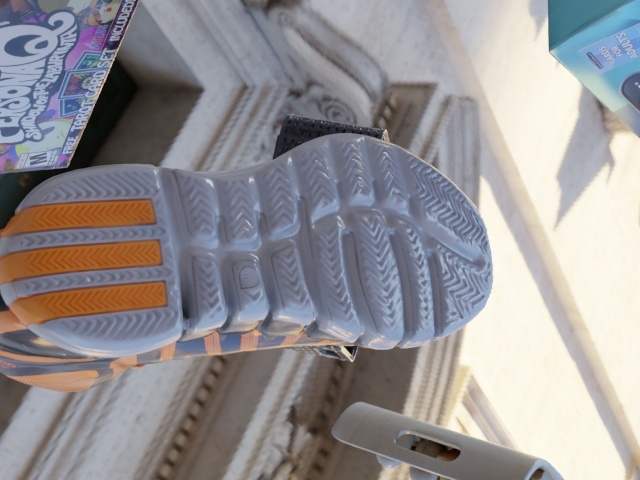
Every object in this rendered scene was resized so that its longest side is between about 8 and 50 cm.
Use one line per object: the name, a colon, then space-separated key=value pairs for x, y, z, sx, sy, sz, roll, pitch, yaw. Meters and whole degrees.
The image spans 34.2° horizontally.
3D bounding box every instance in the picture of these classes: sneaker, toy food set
sneaker: x=-0.059 y=0.018 z=0.622 sx=0.180 sy=0.321 sz=0.125 roll=-23 pitch=-110 yaw=54
toy food set: x=0.167 y=0.289 z=1.147 sx=0.219 sy=0.306 sz=0.092 roll=11 pitch=-114 yaw=36

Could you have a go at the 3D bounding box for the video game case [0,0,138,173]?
video game case: x=-0.230 y=-0.117 z=0.641 sx=0.232 sy=0.210 sz=0.042 roll=-51 pitch=-123 yaw=46

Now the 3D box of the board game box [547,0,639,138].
board game box: x=0.285 y=-0.204 z=0.828 sx=0.079 sy=0.253 sz=0.336 roll=-30 pitch=-143 yaw=39

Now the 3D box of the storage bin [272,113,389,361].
storage bin: x=0.000 y=0.000 z=0.851 sx=0.084 sy=0.122 sz=0.180 roll=9 pitch=-101 yaw=10
